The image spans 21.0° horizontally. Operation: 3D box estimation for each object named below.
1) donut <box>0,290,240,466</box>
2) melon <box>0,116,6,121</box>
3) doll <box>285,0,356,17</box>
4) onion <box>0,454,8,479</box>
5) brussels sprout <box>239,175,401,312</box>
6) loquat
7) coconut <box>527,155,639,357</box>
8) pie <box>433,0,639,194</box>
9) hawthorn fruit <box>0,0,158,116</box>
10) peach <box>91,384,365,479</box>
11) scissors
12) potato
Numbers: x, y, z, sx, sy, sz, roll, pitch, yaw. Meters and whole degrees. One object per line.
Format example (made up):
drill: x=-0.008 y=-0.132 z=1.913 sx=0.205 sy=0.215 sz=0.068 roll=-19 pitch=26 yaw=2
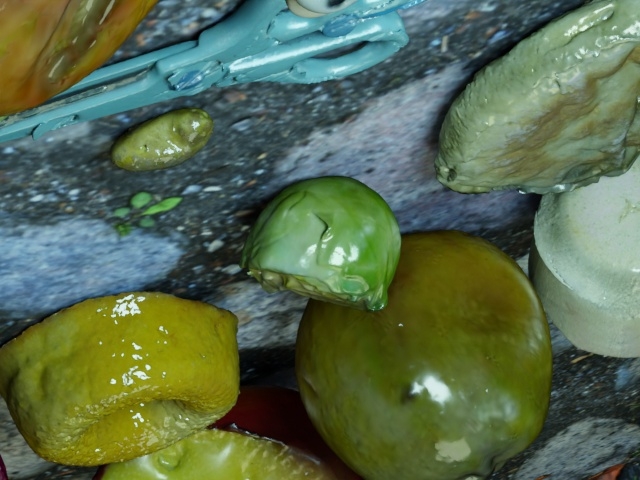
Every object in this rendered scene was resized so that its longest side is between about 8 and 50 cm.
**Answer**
donut: x=-0.204 y=0.152 z=1.825 sx=0.278 sy=0.108 sz=0.277 roll=-18 pitch=158 yaw=-7
melon: x=-0.233 y=-0.123 z=1.184 sx=0.128 sy=0.079 sz=0.160 roll=-27 pitch=157 yaw=12
doll: x=-0.002 y=-0.235 z=1.074 sx=0.154 sy=0.119 sz=0.278 roll=-30 pitch=152 yaw=15
onion: x=-0.477 y=0.208 z=1.460 sx=0.398 sy=0.398 sz=0.420 roll=-18 pitch=130 yaw=-4
brussels sprout: x=0.004 y=-0.004 z=1.628 sx=0.152 sy=0.122 sz=0.149 roll=9 pitch=167 yaw=29
loquat: x=0.110 y=0.131 z=1.819 sx=0.276 sy=0.284 sz=0.276 roll=-19 pitch=153 yaw=-10
coconut: x=0.324 y=0.015 z=1.835 sx=0.224 sy=0.224 sz=0.234 roll=-21 pitch=157 yaw=3
pie: x=0.251 y=-0.128 z=1.603 sx=0.338 sy=0.075 sz=0.337 roll=-13 pitch=160 yaw=-5
hawthorn fruit: x=-0.203 y=-0.192 z=0.827 sx=0.298 sy=0.277 sz=0.277 roll=0 pitch=170 yaw=31
peach: x=-0.111 y=0.301 z=2.065 sx=0.338 sy=0.281 sz=0.281 roll=-1 pitch=152 yaw=-39
scissors: x=-0.093 y=-0.138 z=1.333 sx=0.393 sy=0.032 sz=0.180 roll=-17 pitch=158 yaw=-6
potato: x=-0.128 y=-0.080 z=1.425 sx=0.092 sy=0.045 sz=0.046 roll=-24 pitch=122 yaw=4
